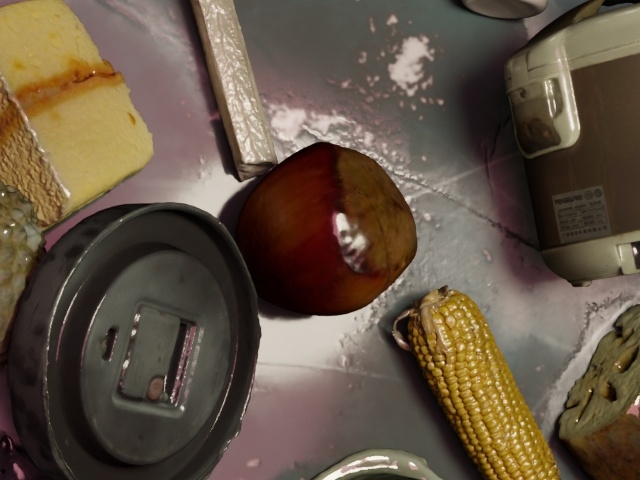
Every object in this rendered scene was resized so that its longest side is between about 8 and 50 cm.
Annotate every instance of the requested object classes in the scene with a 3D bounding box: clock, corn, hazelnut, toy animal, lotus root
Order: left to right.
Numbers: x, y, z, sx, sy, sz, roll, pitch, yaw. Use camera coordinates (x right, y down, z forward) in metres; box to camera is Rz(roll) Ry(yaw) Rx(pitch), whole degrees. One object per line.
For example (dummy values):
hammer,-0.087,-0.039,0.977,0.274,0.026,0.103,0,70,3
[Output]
toy animal,-0.268,0.291,1.483,0.117,0.121,0.210,-26,86,-35
clock,-0.186,0.118,1.440,0.325,0.067,0.325,-12,106,-52
hazelnut,0.000,0.000,1.548,0.208,0.208,0.208,1,84,-16
corn,0.190,0.192,1.614,0.106,0.106,0.293,-29,92,-16
lotus root,0.393,0.192,1.664,0.119,0.138,0.235,41,70,-19

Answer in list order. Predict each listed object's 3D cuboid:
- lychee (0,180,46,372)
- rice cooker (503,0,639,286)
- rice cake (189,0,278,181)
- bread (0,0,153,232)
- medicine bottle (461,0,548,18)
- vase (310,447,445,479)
lychee,-0.407,0.043,1.394,0.274,0.255,0.255,-28,93,-45
rice cooker,0.378,-0.127,1.581,0.335,0.335,0.325,-10,88,-16
rice cake,-0.106,-0.197,1.590,0.052,0.057,0.256,-15,89,-34
bread,-0.310,-0.139,1.542,0.178,0.135,0.240,-33,94,-50
medicine bottle,0.233,-0.374,1.674,0.107,0.107,0.191,10,82,-15
vase,0.097,0.355,1.476,0.245,0.291,0.245,1,85,-13
